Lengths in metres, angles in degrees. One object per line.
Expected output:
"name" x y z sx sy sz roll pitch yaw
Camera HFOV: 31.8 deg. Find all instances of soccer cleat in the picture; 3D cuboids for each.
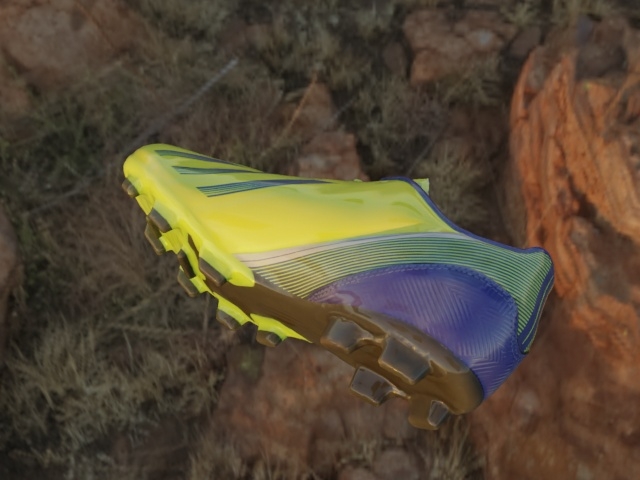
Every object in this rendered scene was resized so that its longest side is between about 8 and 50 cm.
"soccer cleat" 0.001 0.001 0.638 0.289 0.093 0.121 27 64 38
